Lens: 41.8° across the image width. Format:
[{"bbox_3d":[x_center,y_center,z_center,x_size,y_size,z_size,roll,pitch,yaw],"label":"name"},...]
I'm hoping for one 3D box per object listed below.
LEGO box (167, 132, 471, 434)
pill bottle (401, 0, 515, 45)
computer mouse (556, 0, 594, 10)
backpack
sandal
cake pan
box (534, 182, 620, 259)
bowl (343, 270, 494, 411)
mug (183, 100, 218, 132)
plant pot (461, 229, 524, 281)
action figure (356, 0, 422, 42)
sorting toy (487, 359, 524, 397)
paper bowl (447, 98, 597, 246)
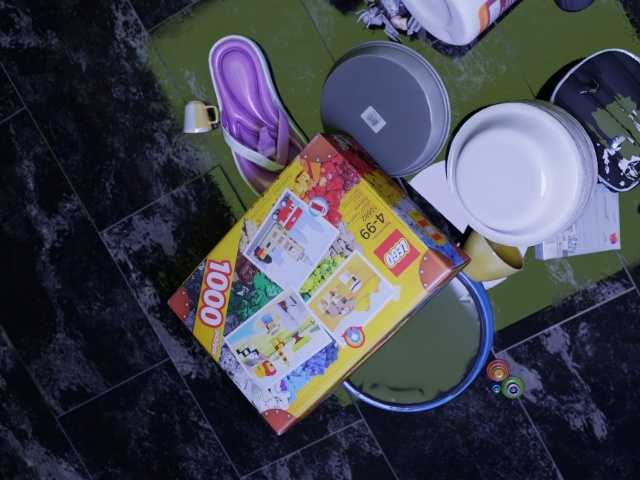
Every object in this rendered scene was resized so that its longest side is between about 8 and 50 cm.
[{"bbox_3d":[-0.010,0.084,1.716,0.372,0.193,0.500,47,111,12],"label":"LEGO box"},{"bbox_3d":[0.336,-0.570,1.557,0.392,0.224,0.224,-43,91,-6],"label":"pill bottle"},{"bbox_3d":[0.458,-0.588,1.694,0.184,0.060,0.261,-12,97,8],"label":"computer mouse"},{"bbox_3d":[0.583,-0.247,1.662,0.225,0.191,0.253,-44,88,14],"label":"backpack"},{"bbox_3d":[-0.139,-0.240,1.804,0.169,0.102,0.416,-26,95,11],"label":"sandal"},{"bbox_3d":[0.122,-0.262,1.732,0.293,0.054,0.293,13,119,25],"label":"cake pan"},{"bbox_3d":[0.533,-0.043,1.742,0.186,0.038,0.145,-8,98,-15],"label":"box"},{"bbox_3d":[0.184,0.193,1.842,0.392,0.077,0.390,1,99,7],"label":"bowl"},{"bbox_3d":[-0.266,-0.274,1.843,0.078,0.062,0.064,-6,89,-12],"label":"mug"},{"bbox_3d":[0.351,0.035,1.778,0.134,0.134,0.095,47,120,-1],"label":"plant pot"},{"bbox_3d":[0.199,-0.520,1.714,0.285,0.099,0.185,-28,76,2],"label":"action figure"},{"bbox_3d":[0.406,0.313,1.847,0.061,0.042,0.102,-42,92,11],"label":"sorting toy"},{"bbox_3d":[0.379,-0.128,1.631,0.284,0.148,0.284,10,108,34],"label":"paper bowl"}]
